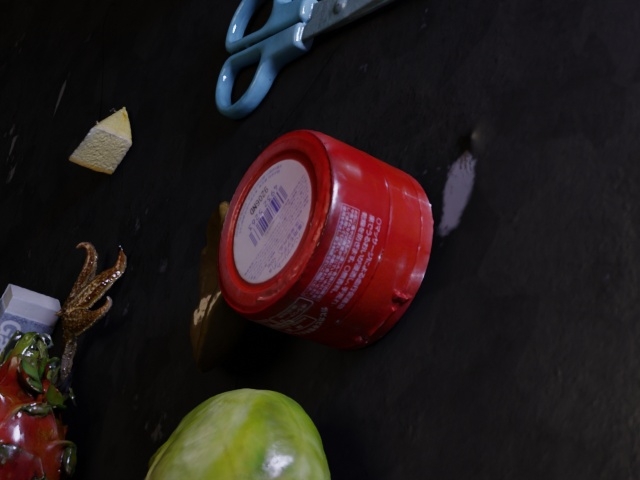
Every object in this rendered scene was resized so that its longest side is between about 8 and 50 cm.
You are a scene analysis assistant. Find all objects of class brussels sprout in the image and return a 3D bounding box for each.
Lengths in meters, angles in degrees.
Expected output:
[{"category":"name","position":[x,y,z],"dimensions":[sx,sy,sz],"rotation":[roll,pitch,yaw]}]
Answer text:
[{"category":"brussels sprout","position":[-0.081,0.233,0.922],"dimensions":[0.223,0.161,0.223],"rotation":[-25,52,37]}]

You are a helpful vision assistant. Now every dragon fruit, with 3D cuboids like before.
[{"category":"dragon fruit","position":[-0.404,0.252,1.394],"dimensions":[0.200,0.198,0.269],"rotation":[15,62,27]}]

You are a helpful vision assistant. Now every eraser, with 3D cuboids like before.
[{"category":"eraser","position":[-0.494,0.177,1.625],"dimensions":[0.213,0.091,0.046],"rotation":[-59,33,13]}]

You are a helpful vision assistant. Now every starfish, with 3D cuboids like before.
[{"category":"starfish","position":[-0.348,0.108,1.489],"dimensions":[0.238,0.057,0.213],"rotation":[-66,25,2]}]

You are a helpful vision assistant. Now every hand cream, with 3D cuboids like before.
[{"category":"hand cream","position":[0.000,0.000,0.979],"dimensions":[0.193,0.125,0.193],"rotation":[-30,49,41]}]

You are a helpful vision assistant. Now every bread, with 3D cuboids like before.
[{"category":"bread","position":[-0.347,-0.173,1.631],"dimensions":[0.084,0.080,0.109],"rotation":[-46,41,27]}]

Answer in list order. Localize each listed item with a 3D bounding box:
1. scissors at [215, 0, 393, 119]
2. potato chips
[{"category":"scissors","position":[0.004,-0.264,1.217],"dimensions":[0.447,0.029,0.193],"rotation":[-9,65,54]},{"category":"potato chips","position":[-0.102,0.057,1.122],"dimensions":[0.195,0.061,0.208],"rotation":[-94,15,-46]}]
